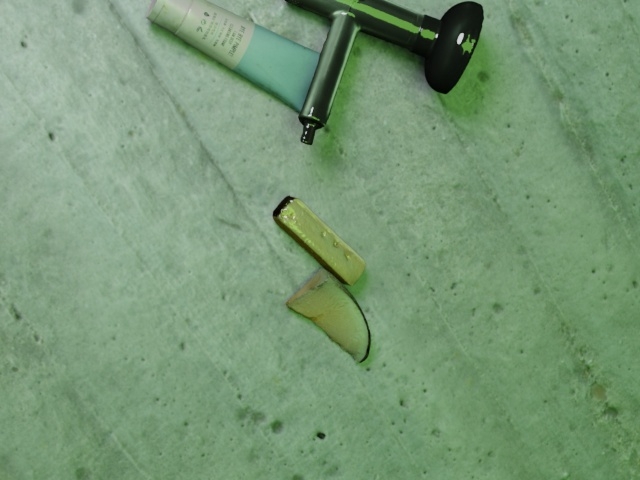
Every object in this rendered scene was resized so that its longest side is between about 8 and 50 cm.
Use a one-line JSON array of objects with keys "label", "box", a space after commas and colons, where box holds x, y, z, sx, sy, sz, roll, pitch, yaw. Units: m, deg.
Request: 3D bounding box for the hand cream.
[{"label": "hand cream", "box": [-0.125, -0.318, 1.261, 0.312, 0.070, 0.111, 26, 89, -24]}]

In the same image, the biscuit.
[{"label": "biscuit", "box": [0.000, 0.000, 1.335, 0.188, 0.052, 0.056, 44, 75, -18]}]

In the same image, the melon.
[{"label": "melon", "box": [0.036, 0.137, 1.365, 0.182, 0.054, 0.098, 41, 102, -19]}]

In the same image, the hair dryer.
[{"label": "hair dryer", "box": [0.081, -0.282, 1.283, 0.321, 0.156, 0.283, 10, 95, -6]}]
